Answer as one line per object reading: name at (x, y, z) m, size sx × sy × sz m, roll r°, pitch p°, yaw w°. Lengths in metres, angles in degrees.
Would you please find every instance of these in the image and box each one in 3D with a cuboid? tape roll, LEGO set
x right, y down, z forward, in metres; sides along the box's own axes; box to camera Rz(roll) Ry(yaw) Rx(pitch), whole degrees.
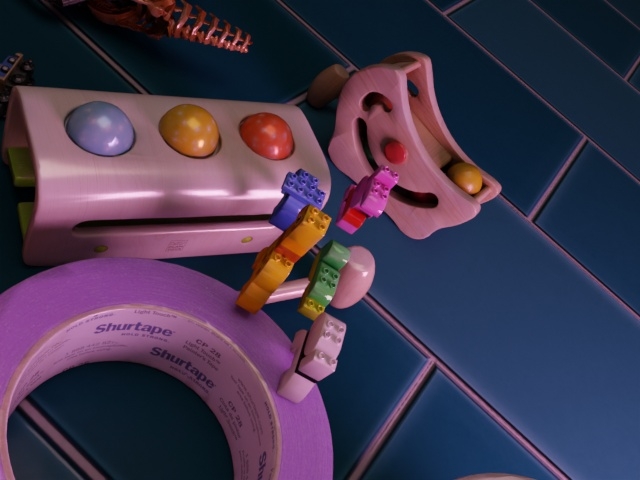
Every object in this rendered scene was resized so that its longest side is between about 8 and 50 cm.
tape roll at (-0.132, 0.148, 0.500) m, size 0.275 × 0.090 × 0.274 m, roll 18°, pitch 46°, yaw -19°
LEGO set at (0.000, 0.000, 0.558) m, size 0.087 × 0.093 × 0.227 m, roll 31°, pitch 48°, yaw -15°

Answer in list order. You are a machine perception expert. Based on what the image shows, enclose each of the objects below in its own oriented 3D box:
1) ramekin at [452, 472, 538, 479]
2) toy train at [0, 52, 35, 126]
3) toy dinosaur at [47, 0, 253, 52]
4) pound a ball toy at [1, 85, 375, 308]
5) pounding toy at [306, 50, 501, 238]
ramekin at (0.137, 0.267, 0.501) m, size 0.207 × 0.109 × 0.207 m, roll 5°, pitch 32°, yaw -3°
toy train at (-0.313, -0.127, 0.660) m, size 0.036 × 0.027 × 0.158 m, roll 17°, pitch 47°, yaw -5°
toy dinosaur at (-0.228, -0.319, 0.823) m, size 0.322 × 0.164 × 0.218 m, roll 46°, pitch 56°, yaw -18°
pound a ball toy at (-0.100, -0.039, 0.643) m, size 0.319 × 0.135 × 0.208 m, roll -3°, pitch 56°, yaw -34°
pounding toy at (0.112, -0.144, 0.855) m, size 0.269 × 0.154 × 0.155 m, roll 46°, pitch 44°, yaw 8°
